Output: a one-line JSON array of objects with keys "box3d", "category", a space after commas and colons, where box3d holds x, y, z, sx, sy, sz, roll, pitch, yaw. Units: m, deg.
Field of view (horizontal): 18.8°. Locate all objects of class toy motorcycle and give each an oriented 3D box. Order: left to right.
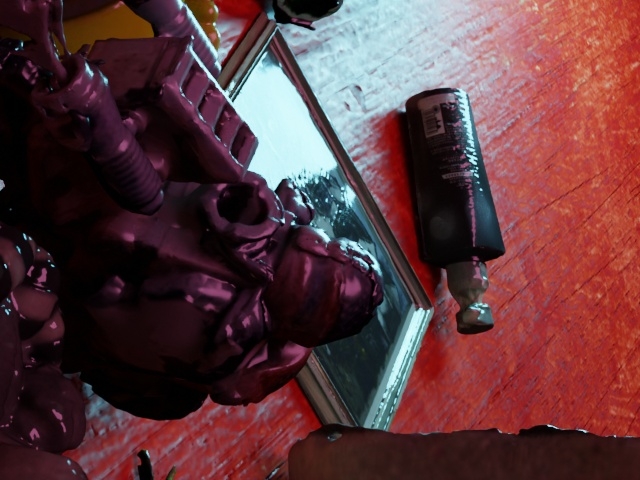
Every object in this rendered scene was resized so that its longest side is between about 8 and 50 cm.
[{"box3d": [-0.092, -0.035, 0.973, 0.401, 0.207, 0.134, 68, 35, -42], "category": "toy motorcycle"}]

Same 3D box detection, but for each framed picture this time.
[{"box3d": [0.000, 0.000, 1.419, 0.296, 0.019, 0.232, 60, 29, -22], "category": "framed picture"}]

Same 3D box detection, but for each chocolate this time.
[{"box3d": [0.126, 0.183, 1.253, 0.185, 0.303, 0.100, 29, 65, -54], "category": "chocolate"}]

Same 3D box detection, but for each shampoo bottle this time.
[{"box3d": [0.112, -0.023, 1.606, 0.063, 0.057, 0.207, 21, 55, -58], "category": "shampoo bottle"}]

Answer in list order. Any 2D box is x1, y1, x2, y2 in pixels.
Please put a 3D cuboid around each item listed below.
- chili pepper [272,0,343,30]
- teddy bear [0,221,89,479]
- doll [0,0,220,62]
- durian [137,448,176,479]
[{"box3d": [-0.029, -0.278, 1.506, 0.088, 0.059, 0.227, 56, 21, -59], "category": "chili pepper"}, {"box3d": [-0.167, 0.107, 0.905, 0.171, 0.144, 0.251, 17, 61, -71], "category": "teddy bear"}, {"box3d": [-0.170, -0.166, 1.052, 0.363, 0.145, 0.199, 3, 105, -59], "category": "doll"}, {"box3d": [-0.092, 0.213, 1.081, 0.100, 0.086, 0.215, 98, -11, -70], "category": "durian"}]
